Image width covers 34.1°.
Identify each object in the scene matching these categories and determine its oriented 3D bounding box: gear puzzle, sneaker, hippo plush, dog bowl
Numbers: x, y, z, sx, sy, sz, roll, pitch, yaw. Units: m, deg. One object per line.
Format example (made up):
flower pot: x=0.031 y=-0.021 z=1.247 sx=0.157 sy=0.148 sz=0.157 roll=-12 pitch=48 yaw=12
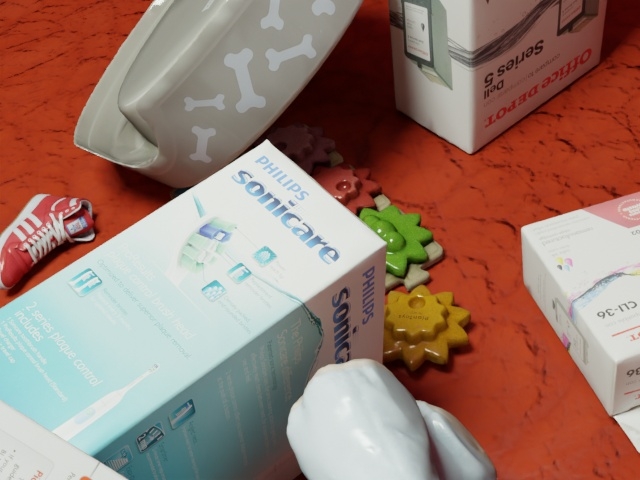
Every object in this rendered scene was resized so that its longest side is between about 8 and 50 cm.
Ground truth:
gear puzzle: x=0.000 y=0.000 z=0.907 sx=0.175 sy=0.044 sz=0.339 roll=-29 pitch=47 yaw=-18
sneaker: x=-0.251 y=-0.001 z=0.959 sx=0.067 sy=0.042 sz=0.118 roll=1 pitch=43 yaw=17
hippo plush: x=0.022 y=0.245 z=0.584 sx=0.236 sy=0.234 sz=0.294 roll=-42 pitch=28 yaw=11
dog bowl: x=-0.082 y=-0.198 z=0.962 sx=0.349 sy=0.102 sz=0.348 roll=-43 pitch=25 yaw=25

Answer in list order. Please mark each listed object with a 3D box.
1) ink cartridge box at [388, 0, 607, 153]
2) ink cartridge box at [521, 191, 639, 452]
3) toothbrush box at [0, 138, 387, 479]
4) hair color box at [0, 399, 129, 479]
ink cartridge box: x=0.167 y=-0.248 z=0.964 sx=0.198 sy=0.272 sz=0.115 roll=-35 pitch=52 yaw=-22
ink cartridge box: x=0.244 y=0.055 z=0.783 sx=0.115 sy=0.067 sz=0.198 roll=-17 pitch=42 yaw=-7
toothbrush box: x=-0.102 y=0.107 z=0.688 sx=0.295 sy=0.216 sz=0.126 roll=-35 pitch=58 yaw=-21
hair color box: x=-0.141 y=0.144 z=0.505 sx=0.167 sy=0.053 sz=0.093 roll=34 pitch=68 yaw=-4
